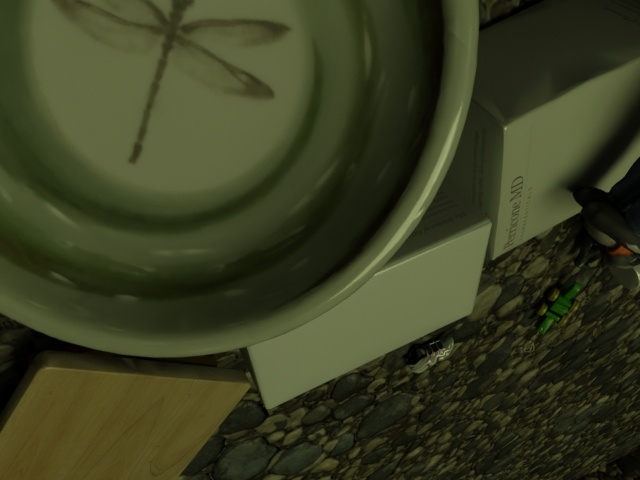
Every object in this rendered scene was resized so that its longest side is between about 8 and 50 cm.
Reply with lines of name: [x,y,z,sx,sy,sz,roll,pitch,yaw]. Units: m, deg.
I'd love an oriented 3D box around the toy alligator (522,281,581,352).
toy alligator: [0.475,0.151,1.118,0.189,0.056,0.051,-65,171,30]

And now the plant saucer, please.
plant saucer: [-0.107,-0.122,0.358,0.400,0.100,0.400,0,105,2]

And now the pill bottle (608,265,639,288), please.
pill bottle: [0.682,0.017,1.082,0.193,0.108,0.108,-29,138,-7]

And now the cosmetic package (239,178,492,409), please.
cosmetic package: [0.000,0.000,0.530,0.224,0.224,0.138,-22,137,-14]

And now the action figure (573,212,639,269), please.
action figure: [0.598,-0.051,0.896,0.330,0.178,0.341,1,125,-10]

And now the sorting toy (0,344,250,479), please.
sorting toy: [-0.265,0.218,0.661,0.255,0.089,0.257,20,116,-43]

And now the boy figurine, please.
boy figurine: [0.373,-0.111,0.497,0.092,0.177,0.285,32,122,-1]

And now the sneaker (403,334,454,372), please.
sneaker: [0.195,0.203,0.987,0.098,0.038,0.069,-43,139,8]

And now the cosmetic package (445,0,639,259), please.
cosmetic package: [0.316,-0.168,0.634,0.385,0.156,0.217,-29,140,-8]
